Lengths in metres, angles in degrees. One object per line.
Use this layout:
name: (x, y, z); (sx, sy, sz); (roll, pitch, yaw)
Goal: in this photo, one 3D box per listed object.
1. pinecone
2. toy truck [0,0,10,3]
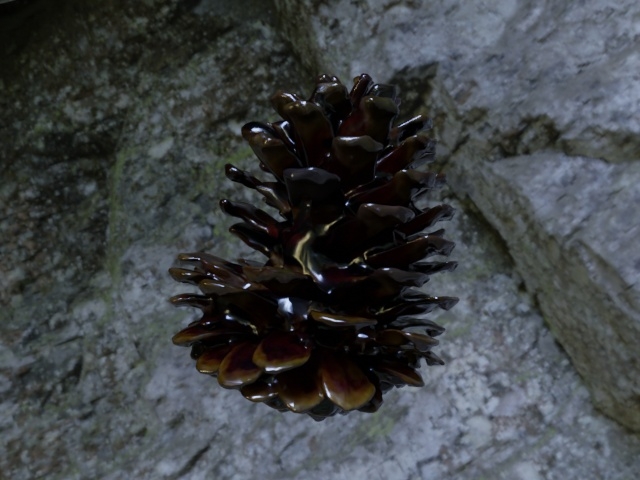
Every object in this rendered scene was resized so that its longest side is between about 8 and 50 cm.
pinecone: (0.000, 0.000, 0.560); (0.246, 0.293, 0.246); (9, -3, 0)
toy truck: (-0.355, -0.351, 0.659); (0.147, 0.165, 0.225); (-20, -69, -15)
